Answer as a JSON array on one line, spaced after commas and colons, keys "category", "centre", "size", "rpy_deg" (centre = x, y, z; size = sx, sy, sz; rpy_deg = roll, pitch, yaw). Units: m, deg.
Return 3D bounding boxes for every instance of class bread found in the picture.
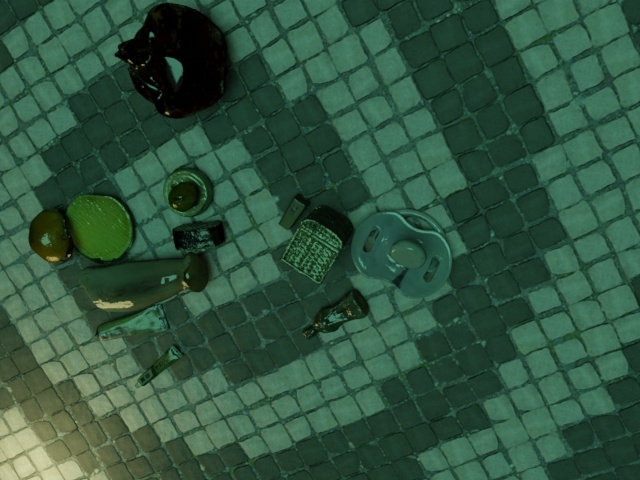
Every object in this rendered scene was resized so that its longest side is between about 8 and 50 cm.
[{"category": "bread", "centre": [-0.665, -0.039, 1.942], "size": [0.229, 0.033, 0.228], "rpy_deg": [4, 106, 13]}]

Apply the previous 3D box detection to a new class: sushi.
[{"category": "sushi", "centre": [-0.354, -0.011, 1.857], "size": [0.151, 0.090, 0.078], "rpy_deg": [-5, 107, 11]}]

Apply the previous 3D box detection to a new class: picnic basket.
[{"category": "picnic basket", "centre": [0.000, 0.000, 1.729], "size": [0.134, 0.196, 0.154], "rpy_deg": [34, 108, 2]}]

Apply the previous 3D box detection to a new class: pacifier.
[{"category": "pacifier", "centre": [0.223, 0.023, 1.688], "size": [0.279, 0.207, 0.227], "rpy_deg": [26, 90, 4]}]

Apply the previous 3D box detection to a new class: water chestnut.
[{"category": "water chestnut", "centre": [-0.376, -0.464, 1.663], "size": [0.290, 0.244, 0.288], "rpy_deg": [2, 106, 9]}]

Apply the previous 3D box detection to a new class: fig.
[{"category": "fig", "centre": [-0.386, -0.116, 1.770], "size": [0.084, 0.098, 0.081], "rpy_deg": [-1, 104, 23]}]

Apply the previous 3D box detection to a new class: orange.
[{"category": "orange", "centre": [-0.818, -0.011, 1.930], "size": [0.170, 0.112, 0.160], "rpy_deg": [35, 126, 21]}]

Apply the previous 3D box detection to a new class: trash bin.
[{"category": "trash bin", "centre": [-0.073, -0.079, 1.796], "size": [0.043, 0.061, 0.092], "rpy_deg": [34, 111, 1]}]

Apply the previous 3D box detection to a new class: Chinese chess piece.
[{"category": "Chinese chess piece", "centre": [-0.381, -0.138, 1.844], "size": [0.144, 0.058, 0.143], "rpy_deg": [3, 105, 10]}]

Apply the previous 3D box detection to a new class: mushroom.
[{"category": "mushroom", "centre": [-0.523, 0.131, 1.908], "size": [0.408, 0.137, 0.154], "rpy_deg": [-8, 92, 19]}]

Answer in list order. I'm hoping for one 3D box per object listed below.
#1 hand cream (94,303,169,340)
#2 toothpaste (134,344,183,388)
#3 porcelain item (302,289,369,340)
[{"category": "hand cream", "centre": [-0.592, 0.266, 2.003], "size": [0.235, 0.055, 0.086], "rpy_deg": [-15, 103, 7]}, {"category": "toothpaste", "centre": [-0.517, 0.405, 2.028], "size": [0.204, 0.031, 0.049], "rpy_deg": [-41, 94, 15]}, {"category": "porcelain item", "centre": [0.031, 0.224, 1.855], "size": [0.216, 0.069, 0.081], "rpy_deg": [-32, 101, 22]}]
